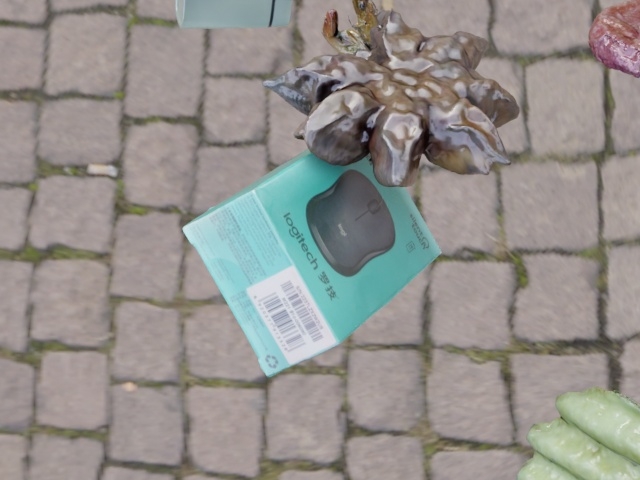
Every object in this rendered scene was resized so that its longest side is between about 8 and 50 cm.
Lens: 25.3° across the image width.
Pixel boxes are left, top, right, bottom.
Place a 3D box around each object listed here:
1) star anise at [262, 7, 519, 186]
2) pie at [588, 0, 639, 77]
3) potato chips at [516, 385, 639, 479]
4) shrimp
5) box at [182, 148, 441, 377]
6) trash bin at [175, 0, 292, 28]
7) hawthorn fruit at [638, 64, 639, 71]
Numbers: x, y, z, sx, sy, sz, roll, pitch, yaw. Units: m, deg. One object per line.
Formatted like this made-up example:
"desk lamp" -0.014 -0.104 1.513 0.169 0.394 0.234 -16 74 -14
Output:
"star anise" 0.090 -0.173 1.682 0.315 0.108 0.315 4 51 -5
"pie" 0.325 -0.188 1.322 0.154 0.154 0.036 9 124 14
"potato chips" 0.359 0.337 1.399 0.429 0.070 0.359 26 131 46
"shrimp" 0.044 -0.284 1.873 0.095 0.162 0.045 25 67 27
"box" 0.000 0.000 1.681 0.118 0.311 0.205 -24 96 33
"trash bin" -0.099 -0.302 1.653 0.129 0.116 0.059 -5 40 -15
"hawthorn fruit" 0.244 -0.097 0.749 0.165 0.285 0.165 -9 75 38
